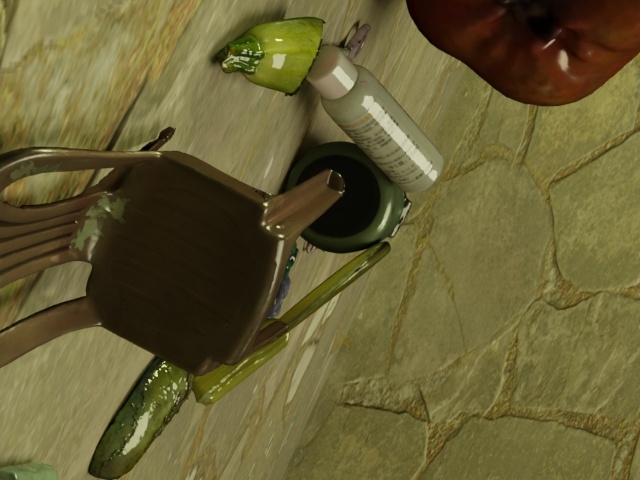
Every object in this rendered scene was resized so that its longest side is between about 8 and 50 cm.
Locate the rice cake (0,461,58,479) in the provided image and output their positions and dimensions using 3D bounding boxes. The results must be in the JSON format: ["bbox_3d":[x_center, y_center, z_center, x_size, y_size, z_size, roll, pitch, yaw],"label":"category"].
[{"bbox_3d":[-0.319,0.313,0.936,0.237,0.043,0.127,-62,172,-10],"label":"rice cake"}]

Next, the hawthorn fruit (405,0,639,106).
[{"bbox_3d":[0.353,-0.442,1.521,0.472,0.471,0.472,-62,171,-17],"label":"hawthorn fruit"}]

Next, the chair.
[{"bbox_3d":[-0.125,0.014,0.785,0.176,0.183,0.326,-68,171,19],"label":"chair"}]

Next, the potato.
[{"bbox_3d":[-0.211,0.216,1.272,0.198,0.054,0.119,-55,170,-47],"label":"potato"}]

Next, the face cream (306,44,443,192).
[{"bbox_3d":[0.071,-0.163,1.377,0.269,0.082,0.082,42,70,-44],"label":"face cream"}]

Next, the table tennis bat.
[{"bbox_3d":[-0.043,0.117,1.528,0.368,0.054,0.224,-38,176,-4],"label":"table tennis bat"}]

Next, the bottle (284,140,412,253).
[{"bbox_3d":[0.055,-0.066,1.644,0.168,0.168,0.347,-65,171,5],"label":"bottle"}]

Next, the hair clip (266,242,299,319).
[{"bbox_3d":[-0.083,0.066,1.646,0.124,0.052,0.195,59,50,-73],"label":"hair clip"}]

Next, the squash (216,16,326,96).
[{"bbox_3d":[-0.043,-0.185,1.045,0.090,0.075,0.200,-40,179,22],"label":"squash"}]

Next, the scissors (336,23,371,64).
[{"bbox_3d":[0.028,-0.258,1.428,0.110,0.021,0.212,-63,172,12],"label":"scissors"}]

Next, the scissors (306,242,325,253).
[{"bbox_3d":[0.000,0.000,1.985,0.176,0.022,0.085,66,47,-74],"label":"scissors"}]
